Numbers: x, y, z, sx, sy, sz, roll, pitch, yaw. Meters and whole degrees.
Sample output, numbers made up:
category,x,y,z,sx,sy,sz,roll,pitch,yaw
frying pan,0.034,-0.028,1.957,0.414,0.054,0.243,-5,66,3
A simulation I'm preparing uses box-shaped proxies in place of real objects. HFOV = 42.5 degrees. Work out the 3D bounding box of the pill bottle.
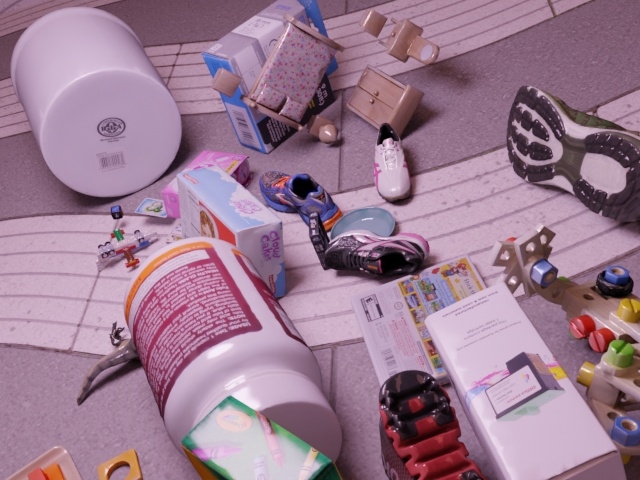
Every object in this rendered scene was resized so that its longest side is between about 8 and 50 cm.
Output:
category,x,y,z,sx,sy,sz,roll,pitch,yaw
pill bottle,-0.133,0.180,1.174,0.224,0.224,0.392,-28,38,-9

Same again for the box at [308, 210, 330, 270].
category,x,y,z,sx,sy,sz,roll,pitch,yaw
box,0.000,0.000,1.441,0.018,0.083,0.067,-15,38,10

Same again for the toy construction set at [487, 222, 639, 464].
category,x,y,z,sx,sy,sz,roll,pitch,yaw
toy construction set,0.357,0.117,1.055,0.215,0.151,0.327,-14,49,-25

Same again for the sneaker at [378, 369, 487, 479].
category,x,y,z,sx,sy,sz,roll,pitch,yaw
sneaker,0.144,0.301,1.003,0.098,0.135,0.276,-15,60,-11

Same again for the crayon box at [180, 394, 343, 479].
category,x,y,z,sx,sy,sz,roll,pitch,yaw
crayon box,-0.031,0.315,0.916,0.165,0.278,0.081,21,54,42

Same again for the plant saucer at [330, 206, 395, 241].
category,x,y,z,sx,sy,sz,roll,pitch,yaw
plant saucer,0.077,-0.014,1.472,0.119,0.021,0.119,-13,38,10

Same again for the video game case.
category,x,y,z,sx,sy,sz,roll,pitch,yaw
video game case,0.168,0.129,1.255,0.206,0.026,0.227,-20,37,1

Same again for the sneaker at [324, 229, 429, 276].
category,x,y,z,sx,sy,sz,roll,pitch,yaw
sneaker,0.087,0.026,1.365,0.178,0.071,0.077,-7,24,20

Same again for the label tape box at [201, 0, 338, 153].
category,x,y,z,sx,sy,sz,roll,pitch,yaw
label tape box,-0.071,-0.389,1.815,0.334,0.240,0.106,-42,42,-24

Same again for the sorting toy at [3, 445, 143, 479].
category,x,y,z,sx,sy,sz,roll,pitch,yaw
sorting toy,-0.426,0.399,1.190,0.348,0.047,0.196,-34,39,-16

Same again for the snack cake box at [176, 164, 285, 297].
category,x,y,z,sx,sy,sz,roll,pitch,yaw
snack cake box,-0.163,-0.014,1.464,0.089,0.152,0.264,-15,33,-27

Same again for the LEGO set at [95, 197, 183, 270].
category,x,y,z,sx,sy,sz,roll,pitch,yaw
LEGO set,-0.337,-0.007,1.655,0.244,0.060,0.182,9,45,19

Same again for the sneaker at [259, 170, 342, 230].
category,x,y,z,sx,sy,sz,roll,pitch,yaw
sneaker,-0.044,-0.097,1.576,0.083,0.087,0.221,-40,42,-23

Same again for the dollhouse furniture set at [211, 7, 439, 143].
category,x,y,z,sx,sy,sz,roll,pitch,yaw
dollhouse furniture set,0.021,-0.346,1.620,0.303,0.356,0.174,-61,37,13

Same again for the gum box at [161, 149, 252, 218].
category,x,y,z,sx,sy,sz,roll,pitch,yaw
gum box,-0.226,-0.115,1.675,0.107,0.062,0.188,9,37,20

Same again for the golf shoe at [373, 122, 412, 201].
category,x,y,z,sx,sy,sz,roll,pitch,yaw
golf shoe,0.129,-0.147,1.558,0.068,0.086,0.186,-14,40,8

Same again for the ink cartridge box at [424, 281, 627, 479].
category,x,y,z,sx,sy,sz,roll,pitch,yaw
ink cartridge box,0.243,0.219,0.960,0.117,0.201,0.278,-25,38,2

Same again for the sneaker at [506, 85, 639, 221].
category,x,y,z,sx,sy,sz,roll,pitch,yaw
sneaker,0.468,-0.148,1.398,0.182,0.158,0.410,0,28,-25

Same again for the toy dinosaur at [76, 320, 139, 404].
category,x,y,z,sx,sy,sz,roll,pitch,yaw
toy dinosaur,-0.313,0.166,1.411,0.268,0.064,0.118,-29,45,-5

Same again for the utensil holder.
category,x,y,z,sx,sy,sz,roll,pitch,yaw
utensil holder,-0.513,-0.321,1.879,0.328,0.327,0.385,-28,39,-9
